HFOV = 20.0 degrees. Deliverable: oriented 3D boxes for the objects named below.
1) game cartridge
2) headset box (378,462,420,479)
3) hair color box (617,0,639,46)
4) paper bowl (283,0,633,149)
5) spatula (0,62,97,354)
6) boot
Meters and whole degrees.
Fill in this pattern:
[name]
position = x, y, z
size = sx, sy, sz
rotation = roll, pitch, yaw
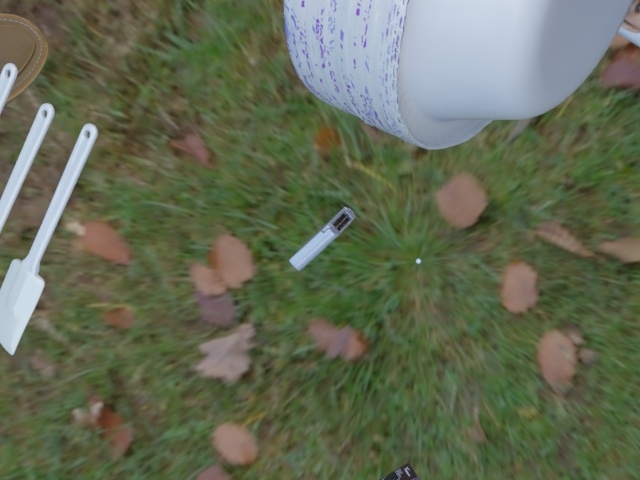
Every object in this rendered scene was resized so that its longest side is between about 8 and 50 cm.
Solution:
[game cartridge]
position = 0.000, 0.000, 1.591
size = 0.056, 0.083, 0.017
rotation = -39, 92, 20
[headset box]
position = 0.056, 0.237, 1.533
size = 0.083, 0.032, 0.062
rotation = -31, 111, -1
[hair color box]
position = 0.394, -0.237, 1.709
size = 0.374, 0.185, 0.113
rotation = 31, 64, -8
[paper bowl]
position = 0.115, -0.191, 1.160
size = 0.148, 0.284, 0.284
rotation = 27, 91, 23
[spatula]
position = -0.302, -0.036, 1.719
size = 0.168, 0.019, 0.242
rotation = 38, 113, 30
[boot]
position = -0.411, -0.104, 1.928
size = 0.109, 0.220, 0.283
rotation = 38, 63, 1
